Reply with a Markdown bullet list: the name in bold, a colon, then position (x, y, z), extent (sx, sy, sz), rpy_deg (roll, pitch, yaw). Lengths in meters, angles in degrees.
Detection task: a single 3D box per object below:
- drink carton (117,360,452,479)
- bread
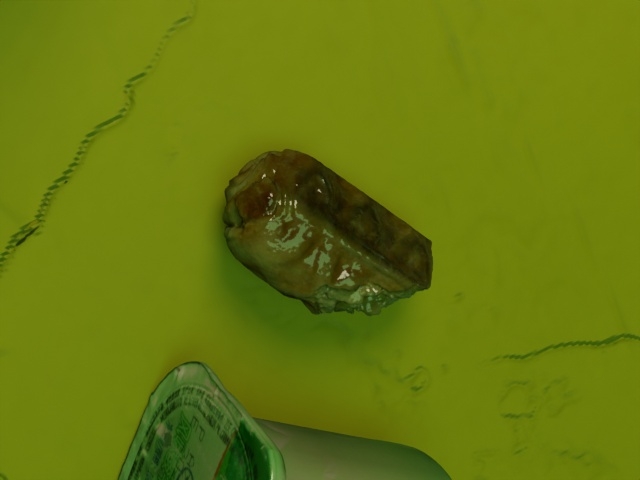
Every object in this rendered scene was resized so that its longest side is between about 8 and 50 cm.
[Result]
- **drink carton**: position (-0.015, 0.151, 0.695), extent (0.142, 0.144, 0.146), rpy_deg (13, 105, -31)
- **bread**: position (0.000, 0.000, 0.682), extent (0.110, 0.060, 0.066), rpy_deg (33, 81, -25)
